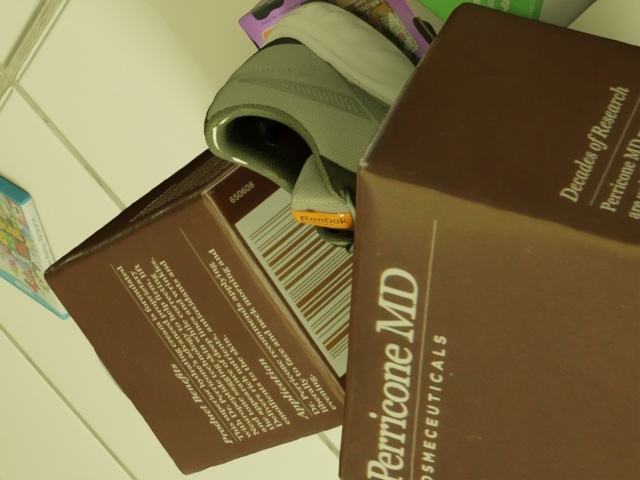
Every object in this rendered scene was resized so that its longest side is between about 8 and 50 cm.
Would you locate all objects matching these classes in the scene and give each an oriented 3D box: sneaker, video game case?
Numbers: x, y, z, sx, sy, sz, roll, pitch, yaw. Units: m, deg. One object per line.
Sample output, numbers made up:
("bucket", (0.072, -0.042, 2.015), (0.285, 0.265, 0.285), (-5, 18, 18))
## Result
("sneaker", (0.057, -0.019, 0.993), (0.271, 0.108, 0.100), (32, 146, 25))
("video game case", (-0.297, -0.006, 1.839), (0.119, 0.015, 0.166), (30, 150, 32))

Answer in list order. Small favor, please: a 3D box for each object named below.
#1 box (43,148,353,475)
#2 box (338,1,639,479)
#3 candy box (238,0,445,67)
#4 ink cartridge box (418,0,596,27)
("box", (-0.030, 0.022, 1.227), (0.203, 0.167, 0.168), (-23, 104, 51))
("box", (0.207, 0.051, 0.807), (0.381, 0.143, 0.191), (17, 132, 17))
("candy box", (0.066, -0.083, 1.091), (0.196, 0.070, 0.165), (54, 154, -11))
("ink cartridge box", (0.027, -0.245, 0.861), (0.289, 0.121, 0.211), (39, 154, 19))
